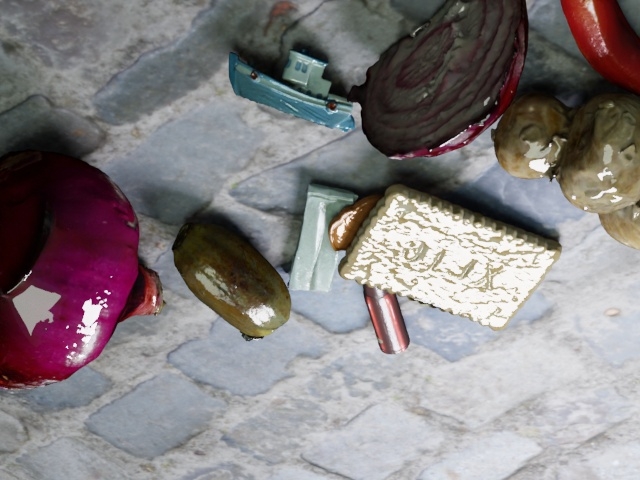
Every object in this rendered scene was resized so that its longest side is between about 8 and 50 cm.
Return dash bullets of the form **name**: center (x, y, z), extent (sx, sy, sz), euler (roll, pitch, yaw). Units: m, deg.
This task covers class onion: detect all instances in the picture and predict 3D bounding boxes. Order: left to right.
- **onion**: center (-0.410, 0.073, 2.147), extent (0.398, 0.398, 0.420), euler (-32, 138, 31)
- **onion**: center (0.194, -0.209, 1.842), extent (0.314, 0.280, 0.146), euler (-32, 131, 31)

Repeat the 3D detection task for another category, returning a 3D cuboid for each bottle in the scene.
- **bottle**: center (0.111, 0.118, 2.244), extent (0.060, 0.060, 0.164), euler (-7, 127, 16)

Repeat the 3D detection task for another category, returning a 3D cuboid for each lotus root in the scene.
- **lotus root**: center (-0.147, 0.066, 2.206), extent (0.241, 0.124, 0.123), euler (43, 154, -24)

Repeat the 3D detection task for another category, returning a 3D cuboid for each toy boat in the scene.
- **toy boat**: center (-0.038, -0.240, 1.981), extent (0.215, 0.088, 0.102), euler (18, 95, -3)

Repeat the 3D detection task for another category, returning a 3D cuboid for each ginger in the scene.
- **ginger**: center (0.445, -0.096, 1.930), extent (0.375, 0.176, 0.256), euler (32, 161, -20)

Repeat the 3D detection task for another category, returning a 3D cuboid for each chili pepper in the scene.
- **chili pepper**: center (0.428, -0.297, 1.842), extent (0.137, 0.092, 0.368), euler (-38, 122, 13)

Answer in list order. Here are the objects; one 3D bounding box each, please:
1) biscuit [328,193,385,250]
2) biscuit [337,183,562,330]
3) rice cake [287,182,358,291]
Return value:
- **biscuit**: center (0.071, -0.025, 2.126), extent (0.130, 0.019, 0.102), euler (-32, 135, 9)
- **biscuit**: center (0.210, 0.029, 2.136), extent (0.324, 0.044, 0.217), euler (18, 127, -16)
- **rice cake**: center (0.000, 0.000, 2.181), extent (0.085, 0.040, 0.226), euler (13, 129, -1)
